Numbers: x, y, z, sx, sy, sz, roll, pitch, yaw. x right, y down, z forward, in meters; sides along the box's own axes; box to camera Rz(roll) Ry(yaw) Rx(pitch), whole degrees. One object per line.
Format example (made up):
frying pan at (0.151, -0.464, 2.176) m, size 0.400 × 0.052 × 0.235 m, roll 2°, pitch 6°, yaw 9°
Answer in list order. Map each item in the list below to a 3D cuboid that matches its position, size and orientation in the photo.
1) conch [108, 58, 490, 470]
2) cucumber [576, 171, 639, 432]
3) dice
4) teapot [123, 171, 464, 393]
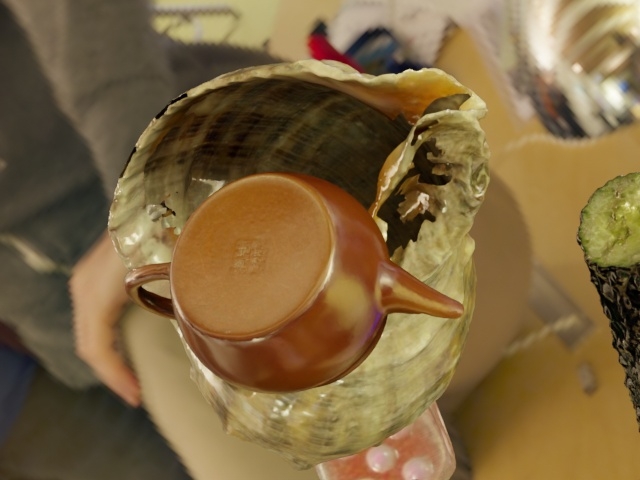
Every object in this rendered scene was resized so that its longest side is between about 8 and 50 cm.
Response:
conch at (0.006, -0.003, 0.990) m, size 0.291 × 0.210 × 0.159 m, roll -55°, pitch -13°, yaw 32°
cucumber at (0.220, 0.088, 1.073) m, size 0.072 × 0.300 × 0.072 m, roll -14°, pitch 40°, yaw 12°
dice at (0.039, 0.137, 1.239) m, size 0.094 × 0.091 × 0.093 m, roll -22°, pitch 17°, yaw 4°
teapot at (-0.017, 0.028, 0.866) m, size 0.173 × 0.116 × 0.116 m, roll -2°, pitch 46°, yaw 24°
